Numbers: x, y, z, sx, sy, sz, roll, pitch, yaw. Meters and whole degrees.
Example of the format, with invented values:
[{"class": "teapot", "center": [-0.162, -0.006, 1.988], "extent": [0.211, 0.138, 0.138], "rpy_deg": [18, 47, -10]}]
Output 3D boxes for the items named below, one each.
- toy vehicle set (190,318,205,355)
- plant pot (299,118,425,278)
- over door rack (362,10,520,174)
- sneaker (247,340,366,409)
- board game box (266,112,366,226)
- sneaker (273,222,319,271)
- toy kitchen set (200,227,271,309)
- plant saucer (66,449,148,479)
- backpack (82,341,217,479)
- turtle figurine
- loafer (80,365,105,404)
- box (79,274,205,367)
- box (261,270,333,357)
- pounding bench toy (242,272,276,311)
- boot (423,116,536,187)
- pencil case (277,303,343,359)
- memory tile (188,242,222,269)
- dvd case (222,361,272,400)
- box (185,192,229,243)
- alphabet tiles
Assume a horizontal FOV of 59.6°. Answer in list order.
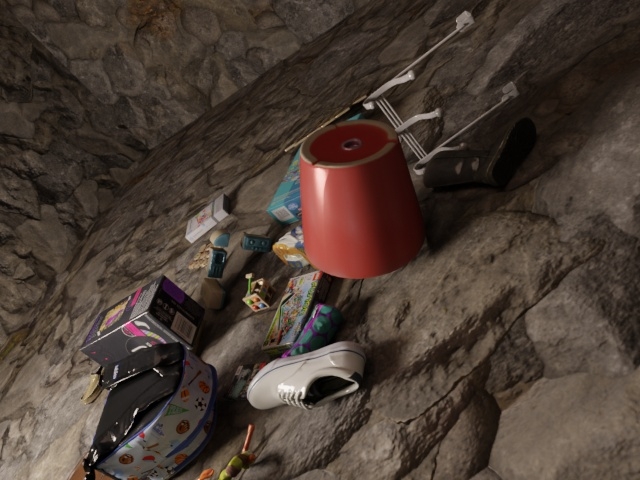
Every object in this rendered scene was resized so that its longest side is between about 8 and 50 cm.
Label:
[{"class": "toy vehicle set", "center": [-0.405, 0.329, 1.491], "extent": [0.166, 0.035, 0.266], "rpy_deg": [-30, 29, 23]}, {"class": "plant pot", "center": [0.076, -0.098, 1.153], "extent": [0.275, 0.243, 0.274], "rpy_deg": [-8, 37, 6]}, {"class": "over door rack", "center": [0.295, -0.337, 1.309], "extent": [0.324, 0.239, 0.108], "rpy_deg": [-41, 25, 5]}, {"class": "sneaker", "center": [-0.035, 0.266, 1.031], "extent": [0.258, 0.094, 0.091], "rpy_deg": [-29, 25, 23]}, {"class": "board game box", "center": [0.004, -0.214, 1.691], "extent": [0.254, 0.079, 0.335], "rpy_deg": [-19, 35, 39]}, {"class": "sneaker", "center": [0.000, 0.000, 1.355], "extent": [0.131, 0.111, 0.297], "rpy_deg": [-48, 30, -21]}, {"class": "toy kitchen set", "center": [-0.236, 0.084, 1.599], "extent": [0.122, 0.166, 0.206], "rpy_deg": [-144, 63, -63]}, {"class": "plant saucer", "center": [-0.510, 0.561, 1.283], "extent": [0.311, 0.050, 0.310], "rpy_deg": [-33, 28, 20]}, {"class": "backpack", "center": [-0.335, 0.356, 1.173], "extent": [0.263, 0.213, 0.276], "rpy_deg": [-43, 32, 17]}, {"class": "turtle figurine", "center": [-0.161, 0.444, 0.945], "extent": [0.217, 0.087, 0.269], "rpy_deg": [1, 49, 53]}, {"class": "loafer", "center": [-0.681, 0.427, 1.696], "extent": [0.056, 0.050, 0.148], "rpy_deg": [-9, 41, 47]}, {"class": "box", "center": [-0.468, 0.238, 1.482], "extent": [0.271, 0.165, 0.143], "rpy_deg": [-29, 30, 25]}, {"class": "box", "center": [-0.050, 0.162, 1.264], "extent": [0.114, 0.036, 0.206], "rpy_deg": [-20, 35, 37]}, {"class": "pounding bench toy", "center": [-0.165, 0.130, 1.410], "extent": [0.052, 0.083, 0.065], "rpy_deg": [-22, 33, 34]}, {"class": "boot", "center": [0.344, -0.187, 1.229], "extent": [0.189, 0.076, 0.209], "rpy_deg": [-48, 21, -16]}, {"class": "pencil case", "center": [-0.018, 0.199, 1.131], "extent": [0.065, 0.070, 0.151], "rpy_deg": [-5, 45, 54]}, {"class": "memory tile", "center": [-0.387, 0.048, 1.900], "extent": [0.148, 0.012, 0.113], "rpy_deg": [-11, 40, 46]}, {"class": "dvd case", "center": [-0.155, 0.307, 1.218], "extent": [0.120, 0.013, 0.087], "rpy_deg": [-15, 37, 40]}, {"class": "box", "center": [-0.427, -0.086, 2.120], "extent": [0.186, 0.038, 0.145], "rpy_deg": [-37, 27, 13]}, {"class": "alphabet tiles", "center": [0.030, -0.422, 1.952], "extent": [0.343, 0.011, 0.285], "rpy_deg": [-30, 14, 22]}]
